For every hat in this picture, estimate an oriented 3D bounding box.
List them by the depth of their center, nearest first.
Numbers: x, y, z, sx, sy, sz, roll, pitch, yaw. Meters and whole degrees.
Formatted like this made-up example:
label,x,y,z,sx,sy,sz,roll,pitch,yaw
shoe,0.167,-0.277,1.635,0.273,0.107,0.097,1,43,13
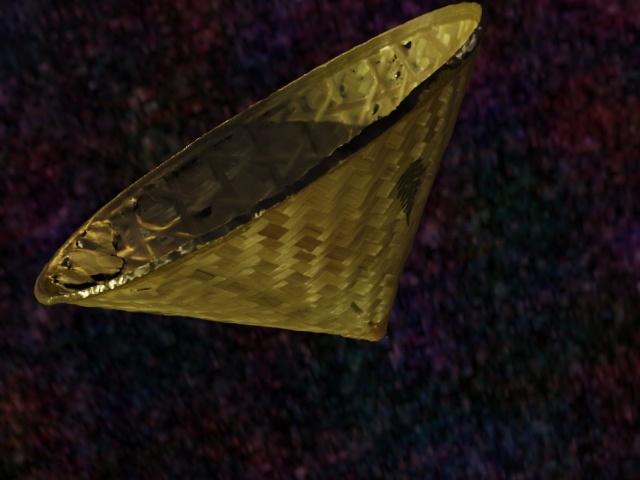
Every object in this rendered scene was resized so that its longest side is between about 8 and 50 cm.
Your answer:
label,x,y,z,sx,sy,sz,roll,pitch,yaw
hat,0.000,0.000,0.537,0.146,0.067,0.146,-31,13,8
